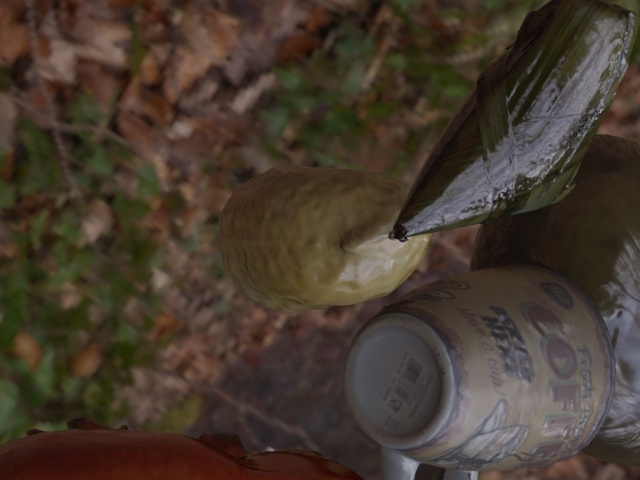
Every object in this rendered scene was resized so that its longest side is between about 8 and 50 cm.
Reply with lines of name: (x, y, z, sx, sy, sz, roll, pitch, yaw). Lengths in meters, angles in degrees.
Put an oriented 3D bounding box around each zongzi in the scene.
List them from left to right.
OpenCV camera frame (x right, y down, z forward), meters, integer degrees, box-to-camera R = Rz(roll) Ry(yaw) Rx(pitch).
zongzi: (0.165, -0.113, 1.663, 0.242, 0.112, 0.221, -18, 138, -49)

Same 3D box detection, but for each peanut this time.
peanut: (-0.006, 0.000, 1.938, 0.174, 0.340, 0.158, 24, 84, -13)

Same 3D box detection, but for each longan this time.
longan: (0.356, 0.078, 2.264, 0.404, 0.336, 0.405, 9, 76, -37)

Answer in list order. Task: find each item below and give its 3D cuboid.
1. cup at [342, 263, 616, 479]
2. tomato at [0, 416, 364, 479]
cup: (0.133, 0.173, 1.973, 0.257, 0.227, 0.301, -1, 115, -50)
tomato: (-0.115, 0.257, 1.200, 0.341, 0.341, 0.273, 22, 67, -53)
